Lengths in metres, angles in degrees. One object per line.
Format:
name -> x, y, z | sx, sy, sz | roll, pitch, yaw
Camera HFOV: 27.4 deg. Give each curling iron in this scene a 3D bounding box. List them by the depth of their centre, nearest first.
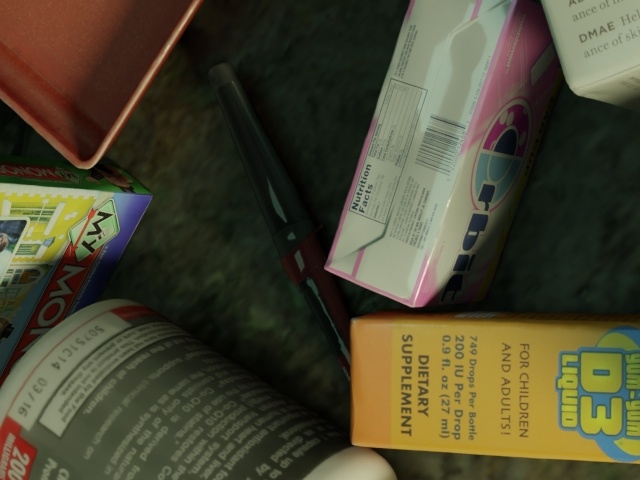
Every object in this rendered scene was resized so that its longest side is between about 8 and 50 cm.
curling iron -> 0.000, 0.000, 0.839 | 0.068, 0.035, 0.274 | -37, 73, 19

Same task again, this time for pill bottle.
pill bottle -> -0.055, 0.166, 0.793 | 0.283, 0.161, 0.161 | 29, 103, 27

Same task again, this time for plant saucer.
plant saucer -> -0.165, -0.220, 0.921 | 0.259, 0.048, 0.258 | 40, 103, 25

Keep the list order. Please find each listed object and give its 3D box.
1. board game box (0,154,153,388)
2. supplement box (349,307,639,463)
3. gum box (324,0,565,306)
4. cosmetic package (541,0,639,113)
board game box -> -0.259, 0.086, 0.881 | 0.046, 0.213, 0.317 | 37, 107, 25
supplement box -> 0.136, 0.078, 0.718 | 0.233, 0.080, 0.078 | -1, 89, 18
gum box -> 0.077, -0.050, 0.754 | 0.062, 0.107, 0.188 | 23, 100, 28
cosmetic package -> 0.192, -0.177, 0.667 | 0.151, 0.151, 0.184 | -21, 78, 28
